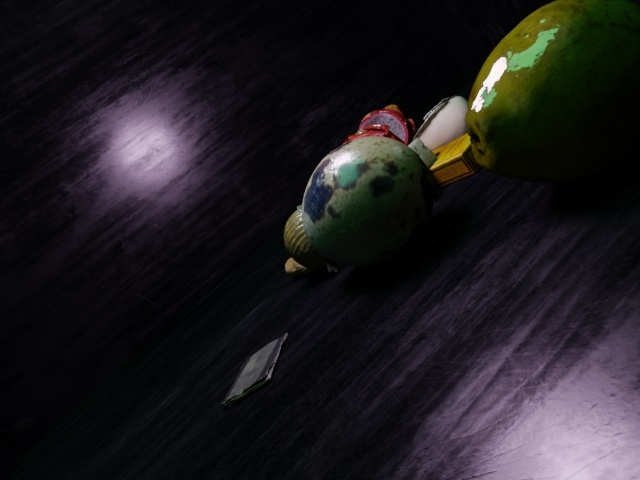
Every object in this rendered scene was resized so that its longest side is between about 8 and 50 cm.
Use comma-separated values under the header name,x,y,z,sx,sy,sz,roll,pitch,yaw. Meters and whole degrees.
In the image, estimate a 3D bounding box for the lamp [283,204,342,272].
name,x,y,z,sx,sy,sz,roll,pitch,yaw
lamp,0.000,0.000,1.709,0.250,0.250,0.284,-37,52,12

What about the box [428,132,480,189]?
name,x,y,z,sx,sy,sz,roll,pitch,yaw
box,0.437,-0.267,1.681,0.193,0.084,0.301,-47,14,-32

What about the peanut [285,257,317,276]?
name,x,y,z,sx,sy,sz,roll,pitch,yaw
peanut,-0.070,0.093,1.906,0.099,0.099,0.214,-46,8,-30

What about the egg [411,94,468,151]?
name,x,y,z,sx,sy,sz,roll,pitch,yaw
egg,0.488,-0.399,1.859,0.264,0.174,0.286,-37,-13,-14

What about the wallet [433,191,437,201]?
name,x,y,z,sx,sy,sz,roll,pitch,yaw
wallet,0.289,-0.171,1.664,0.031,0.137,0.255,-23,3,-27

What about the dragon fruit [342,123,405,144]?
name,x,y,z,sx,sy,sz,roll,pitch,yaw
dragon fruit,0.227,-0.319,2.033,0.296,0.301,0.295,-31,17,10

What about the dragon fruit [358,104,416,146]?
name,x,y,z,sx,sy,sz,roll,pitch,yaw
dragon fruit,0.364,-0.564,2.593,0.305,0.305,0.226,-31,7,35

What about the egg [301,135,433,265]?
name,x,y,z,sx,sy,sz,roll,pitch,yaw
egg,0.122,-0.101,1.384,0.345,0.345,0.428,-48,6,-37

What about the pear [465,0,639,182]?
name,x,y,z,sx,sy,sz,roll,pitch,yaw
pear,0.490,-0.282,0.959,0.413,0.352,0.352,-31,12,2

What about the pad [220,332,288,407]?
name,x,y,z,sx,sy,sz,roll,pitch,yaw
pad,-0.180,0.359,1.372,0.174,0.022,0.233,-35,11,20

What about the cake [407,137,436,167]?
name,x,y,z,sx,sy,sz,roll,pitch,yaw
cake,0.287,-0.268,1.717,0.100,0.099,0.235,-45,11,-22
